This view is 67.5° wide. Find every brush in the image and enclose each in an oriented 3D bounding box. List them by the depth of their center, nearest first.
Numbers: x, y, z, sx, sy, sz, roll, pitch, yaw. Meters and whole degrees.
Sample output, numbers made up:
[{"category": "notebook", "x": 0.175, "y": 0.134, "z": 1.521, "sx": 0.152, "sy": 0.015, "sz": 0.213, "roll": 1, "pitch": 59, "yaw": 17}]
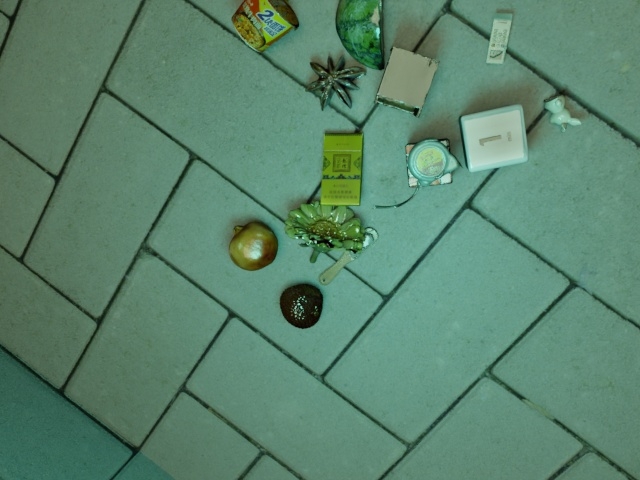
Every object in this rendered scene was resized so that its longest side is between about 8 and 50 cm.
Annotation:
[{"category": "brush", "x": 0.107, "y": 0.075, "z": 1.952, "sx": 0.070, "sy": 0.065, "sz": 0.327, "roll": 44, "pitch": 110, "yaw": -3}]

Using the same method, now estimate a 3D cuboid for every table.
[{"category": "table", "x": 0.295, "y": -0.554, "z": 1.685, "sx": 0.169, "sy": 0.172, "sz": 0.193, "roll": 17, "pitch": 109, "yaw": 0}]

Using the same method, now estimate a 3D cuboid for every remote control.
[{"category": "remote control", "x": 0.615, "y": -0.695, "z": 1.652, "sx": 0.061, "sy": 0.029, "sz": 0.162, "roll": 10, "pitch": 111, "yaw": 13}]

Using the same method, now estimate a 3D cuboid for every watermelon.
[{"category": "watermelon", "x": 0.164, "y": -0.759, "z": 1.693, "sx": 0.224, "sy": 0.180, "sz": 0.306, "roll": 20, "pitch": 120, "yaw": 55}]

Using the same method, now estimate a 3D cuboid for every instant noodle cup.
[{"category": "instant noodle cup", "x": -0.208, "y": -0.803, "z": 1.739, "sx": 0.174, "sy": 0.213, "sz": 0.213, "roll": -34, "pitch": 94, "yaw": 27}]

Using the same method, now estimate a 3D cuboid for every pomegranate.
[{"category": "pomegranate", "x": -0.274, "y": 0.029, "z": 1.957, "sx": 0.209, "sy": 0.209, "sz": 0.209, "roll": 3, "pitch": 105, "yaw": 13}]

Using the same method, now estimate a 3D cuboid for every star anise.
[{"category": "star anise", "x": 0.056, "y": -0.590, "z": 1.785, "sx": 0.236, "sy": 0.093, "sz": 0.229, "roll": -26, "pitch": 91, "yaw": 14}]

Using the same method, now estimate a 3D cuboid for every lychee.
[{"category": "lychee", "x": -0.080, "y": 0.271, "z": 1.984, "sx": 0.194, "sy": 0.194, "sz": 0.195, "roll": 3, "pitch": 105, "yaw": 13}]

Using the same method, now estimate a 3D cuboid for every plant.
[{"category": "plant", "x": -0.008, "y": -0.010, "z": 1.849, "sx": 0.306, "sy": 0.261, "sz": 0.297, "roll": 47, "pitch": 113, "yaw": 16}]

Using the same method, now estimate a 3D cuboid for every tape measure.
[{"category": "tape measure", "x": 0.306, "y": -0.228, "z": 1.654, "sx": 0.330, "sy": 0.084, "sz": 0.164, "roll": -29, "pitch": 93, "yaw": 17}]

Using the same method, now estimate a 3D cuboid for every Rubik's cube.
[{"category": "Rubik's cube", "x": 0.395, "y": -0.285, "z": 1.744, "sx": 0.154, "sy": 0.151, "sz": 0.154, "roll": -4, "pitch": 104, "yaw": 15}]

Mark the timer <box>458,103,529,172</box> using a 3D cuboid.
[{"category": "timer", "x": 0.592, "y": -0.354, "z": 1.655, "sx": 0.194, "sy": 0.192, "sz": 0.195, "roll": -10, "pitch": 101, "yaw": 15}]

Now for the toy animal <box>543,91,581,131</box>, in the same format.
[{"category": "toy animal", "x": 0.825, "y": -0.439, "z": 1.644, "sx": 0.070, "sy": 0.085, "sz": 0.124, "roll": -27, "pitch": 102, "yaw": 1}]

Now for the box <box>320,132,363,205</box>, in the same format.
[{"category": "box", "x": 0.084, "y": -0.271, "z": 1.837, "sx": 0.152, "sy": 0.041, "sz": 0.279, "roll": 2, "pitch": 86, "yaw": 14}]
